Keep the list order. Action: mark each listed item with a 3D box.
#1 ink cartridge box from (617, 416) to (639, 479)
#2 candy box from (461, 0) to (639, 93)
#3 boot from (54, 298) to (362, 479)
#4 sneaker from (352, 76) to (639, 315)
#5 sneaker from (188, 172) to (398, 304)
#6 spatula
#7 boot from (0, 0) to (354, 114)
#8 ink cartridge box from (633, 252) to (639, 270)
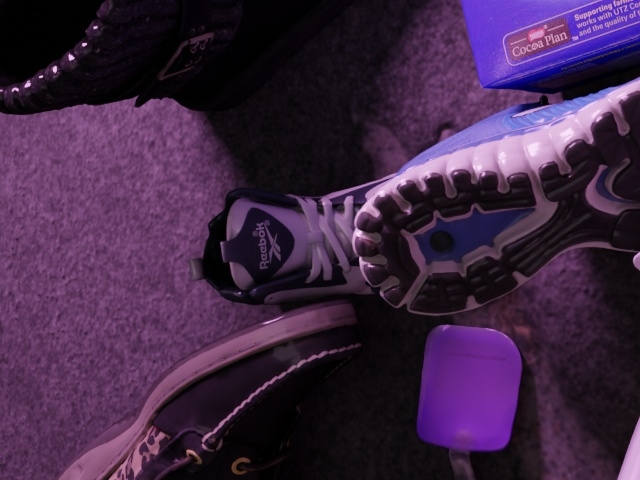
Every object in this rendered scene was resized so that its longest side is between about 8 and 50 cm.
[{"bbox_3d":[0.258,0.123,0.489,0.279,0.385,0.160,20,140,17],"label":"ink cartridge box"},{"bbox_3d":[0.209,-0.285,0.828,0.268,0.122,0.317,-15,84,35],"label":"candy box"},{"bbox_3d":[-0.054,0.241,1.020,0.377,0.138,0.284,-39,69,33],"label":"boot"},{"bbox_3d":[0.184,-0.058,0.846,0.330,0.147,0.130,-14,112,14],"label":"sneaker"},{"bbox_3d":[0.000,0.000,0.965,0.235,0.153,0.094,-8,88,34],"label":"sneaker"},{"bbox_3d":[0.112,0.215,0.969,0.084,0.030,0.297,2,93,32],"label":"spatula"},{"bbox_3d":[-0.087,-0.220,0.950,0.348,0.260,0.131,-49,66,26],"label":"boot"},{"bbox_3d":[0.279,0.013,0.746,0.115,0.198,0.067,-34,38,30],"label":"ink cartridge box"}]
